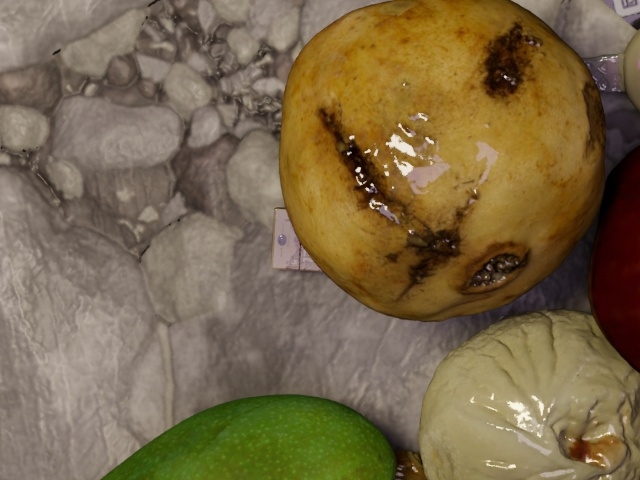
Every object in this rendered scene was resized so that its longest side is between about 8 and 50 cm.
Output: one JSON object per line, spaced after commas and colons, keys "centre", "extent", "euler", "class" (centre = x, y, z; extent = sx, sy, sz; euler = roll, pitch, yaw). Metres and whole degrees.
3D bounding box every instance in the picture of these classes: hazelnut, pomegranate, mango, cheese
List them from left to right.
{"centre": [-0.100, 0.275, 1.117], "extent": [0.382, 0.201, 0.225], "euler": [-38, 62, -4], "class": "mango"}
{"centre": [0.096, -0.064, 1.067], "extent": [0.260, 0.260, 0.260], "euler": [0, 95, 0], "class": "pomegranate"}
{"centre": [0.277, -0.145, 1.137], "extent": [0.171, 0.047, 0.092], "euler": [18, 112, 11], "class": "cheese"}
{"centre": [0.319, 0.009, 1.073], "extent": [0.229, 0.229, 0.230], "euler": [0, 95, 0], "class": "hazelnut"}

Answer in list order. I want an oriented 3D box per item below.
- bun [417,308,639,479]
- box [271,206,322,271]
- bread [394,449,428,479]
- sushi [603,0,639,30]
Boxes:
{"centre": [0.197, 0.166, 1.131], "extent": [0.220, 0.134, 0.220], "euler": [0, 91, -12], "class": "bun"}
{"centre": [0.000, 0.000, 1.176], "extent": [0.083, 0.024, 0.053], "euler": [2, 95, -2], "class": "box"}
{"centre": [0.054, 0.230, 1.181], "extent": [0.066, 0.060, 0.110], "euler": [31, 95, 28], "class": "bread"}
{"centre": [0.272, -0.251, 1.152], "extent": [0.120, 0.026, 0.126], "euler": [40, 98, -6], "class": "sushi"}
